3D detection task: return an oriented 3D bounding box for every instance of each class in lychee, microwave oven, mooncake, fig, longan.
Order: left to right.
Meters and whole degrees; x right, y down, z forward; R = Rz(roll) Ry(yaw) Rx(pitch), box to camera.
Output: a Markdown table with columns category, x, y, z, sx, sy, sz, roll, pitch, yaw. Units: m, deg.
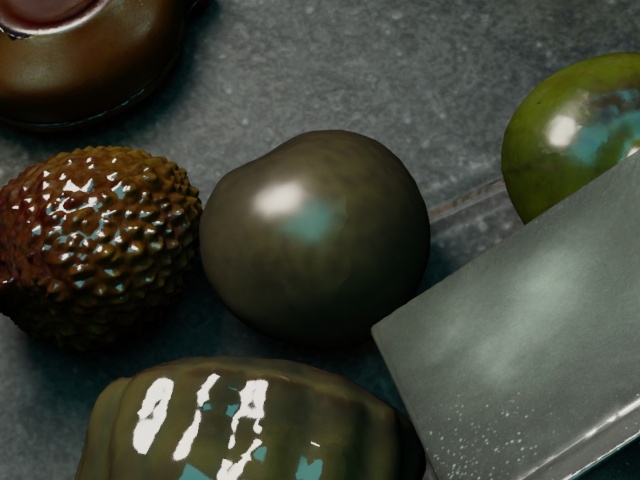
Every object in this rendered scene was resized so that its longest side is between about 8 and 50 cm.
| category | x | y | z | sx | sy | sz | roll | pitch | yaw |
| --- | --- | --- | --- | --- | --- | --- | --- | --- | --- |
| lychee | -0.213 | 0.011 | 1.421 | 0.238 | 0.200 | 0.200 | -34 | 64 | -28 |
| mooncake | -0.057 | 0.202 | 1.258 | 0.290 | 0.290 | 0.161 | 8 | 63 | 10 |
| longan | 0.000 | 0.000 | 1.403 | 0.212 | 0.198 | 0.198 | -8 | 58 | -35 |
| fig | 0.259 | -0.066 | 1.412 | 0.203 | 0.225 | 0.202 | 0 | 91 | -12 |
| microwave oven | 0.297 | 0.088 | 1.124 | 0.432 | 0.236 | 0.374 | -33 | 25 | 5 |

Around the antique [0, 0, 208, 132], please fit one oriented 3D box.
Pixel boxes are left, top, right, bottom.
| category | x | y | z | sx | sy | sz | roll | pitch | yaw |
| --- | --- | --- | --- | --- | --- | --- | --- | --- | --- |
| antique | -0.246 | -0.229 | 1.577 | 0.278 | 0.129 | 0.223 | -32 | 63 | -12 |
